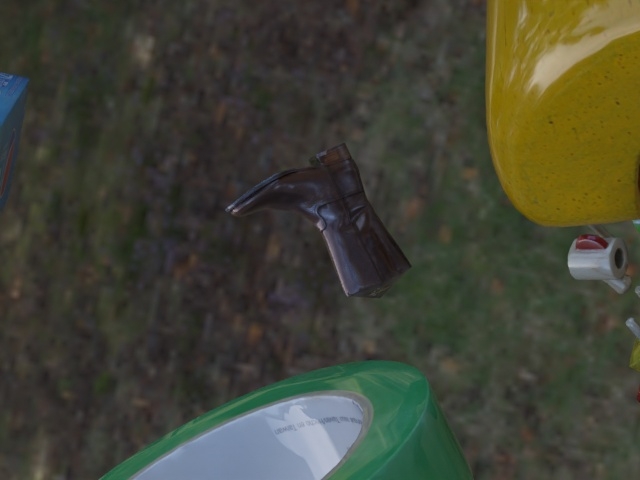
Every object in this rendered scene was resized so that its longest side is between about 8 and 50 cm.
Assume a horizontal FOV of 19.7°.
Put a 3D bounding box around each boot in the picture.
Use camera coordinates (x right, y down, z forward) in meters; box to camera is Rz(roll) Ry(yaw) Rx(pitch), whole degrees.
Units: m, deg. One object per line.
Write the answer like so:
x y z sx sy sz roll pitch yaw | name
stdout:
0.000 0.000 1.335 0.114 0.106 0.037 64 168 -1 | boot

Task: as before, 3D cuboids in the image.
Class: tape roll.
-0.055 0.196 1.257 0.077 0.321 0.321 64 162 -13 | tape roll

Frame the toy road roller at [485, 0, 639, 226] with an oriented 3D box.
0.150 -0.115 0.480 0.329 0.240 0.203 65 -156 -52 | toy road roller

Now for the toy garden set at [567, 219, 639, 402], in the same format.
0.225 -0.024 1.225 0.049 0.244 0.204 0 55 36 | toy garden set

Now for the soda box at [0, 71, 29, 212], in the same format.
-0.185 -0.035 0.863 0.210 0.071 0.067 -104 26 -76 | soda box
